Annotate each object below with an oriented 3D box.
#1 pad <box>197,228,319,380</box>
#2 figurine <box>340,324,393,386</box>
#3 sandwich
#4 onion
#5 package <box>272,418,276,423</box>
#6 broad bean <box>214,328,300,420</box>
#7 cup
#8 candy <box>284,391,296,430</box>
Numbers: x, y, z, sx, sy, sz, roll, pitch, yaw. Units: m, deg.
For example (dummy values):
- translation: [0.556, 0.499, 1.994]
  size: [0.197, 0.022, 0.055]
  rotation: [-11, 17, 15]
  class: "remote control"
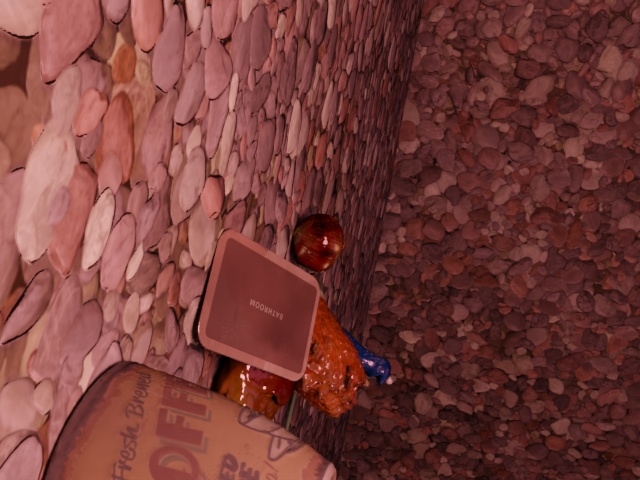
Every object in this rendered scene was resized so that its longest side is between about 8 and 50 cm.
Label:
- translation: [-0.083, 0.104, 1.088]
  size: [0.266, 0.002, 0.176]
  rotation: [34, 62, -50]
  class: "pad"
- translation: [0.044, 0.251, 1.630]
  size: [0.164, 0.262, 0.121]
  rotation: [-173, -76, -86]
  class: "figurine"
- translation: [-0.031, 0.218, 1.407]
  size: [0.301, 0.162, 0.250]
  rotation: [62, 14, -15]
  class: "sandwich"
- translation: [0.000, 0.000, 1.454]
  size: [0.119, 0.118, 0.117]
  rotation: [91, -13, -48]
  class: "onion"
- translation: [-0.126, 0.369, 1.457]
  size: [0.166, 0.040, 0.232]
  rotation: [-70, 160, -48]
  class: "package"
- translation: [-0.097, 0.207, 1.172]
  size: [0.156, 0.122, 0.229]
  rotation: [87, 15, -59]
  class: "broad bean"
- translation: [-0.133, 0.284, 0.717]
  size: [0.301, 0.257, 0.227]
  rotation: [-61, 158, -51]
  class: "cup"
- translation: [-0.086, 0.492, 1.736]
  size: [0.091, 0.083, 0.305]
  rotation: [-47, -159, 42]
  class: "candy"
